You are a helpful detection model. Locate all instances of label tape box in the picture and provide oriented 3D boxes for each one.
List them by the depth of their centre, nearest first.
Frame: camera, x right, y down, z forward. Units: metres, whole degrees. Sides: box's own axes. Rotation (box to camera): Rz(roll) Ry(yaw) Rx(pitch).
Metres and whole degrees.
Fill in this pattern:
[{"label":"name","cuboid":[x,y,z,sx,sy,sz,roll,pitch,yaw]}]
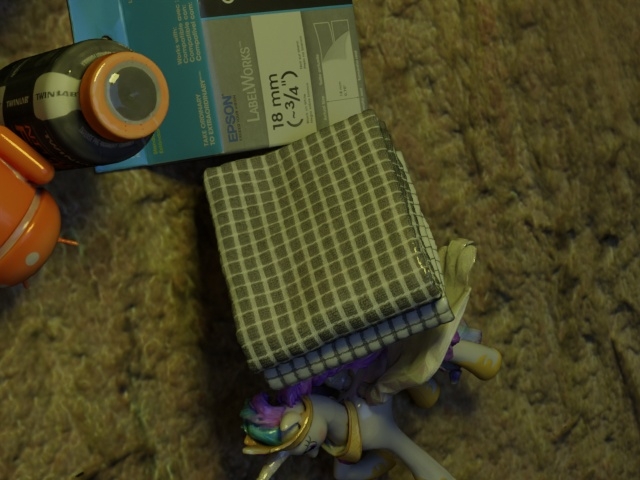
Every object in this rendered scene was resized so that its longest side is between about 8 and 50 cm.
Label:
[{"label":"label tape box","cuboid":[-0.113,-0.219,1.615,0.334,0.106,0.240,-12,96,-35]}]

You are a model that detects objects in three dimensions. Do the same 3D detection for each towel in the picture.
[{"label":"towel","cuboid":[0.000,0.000,1.539,0.121,0.235,0.283,51,18,-53]}]

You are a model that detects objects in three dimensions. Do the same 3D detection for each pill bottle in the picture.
[{"label":"pill bottle","cuboid":[-0.253,-0.140,1.431,0.130,0.246,0.130,1,89,-34]}]

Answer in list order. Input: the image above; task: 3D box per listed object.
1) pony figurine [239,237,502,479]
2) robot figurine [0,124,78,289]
[{"label":"pony figurine","cuboid":[0.071,0.154,1.667,0.363,0.303,0.351,23,85,-48]},{"label":"robot figurine","cuboid":[-0.361,-0.037,1.422,0.219,0.128,0.158,41,71,-25]}]
